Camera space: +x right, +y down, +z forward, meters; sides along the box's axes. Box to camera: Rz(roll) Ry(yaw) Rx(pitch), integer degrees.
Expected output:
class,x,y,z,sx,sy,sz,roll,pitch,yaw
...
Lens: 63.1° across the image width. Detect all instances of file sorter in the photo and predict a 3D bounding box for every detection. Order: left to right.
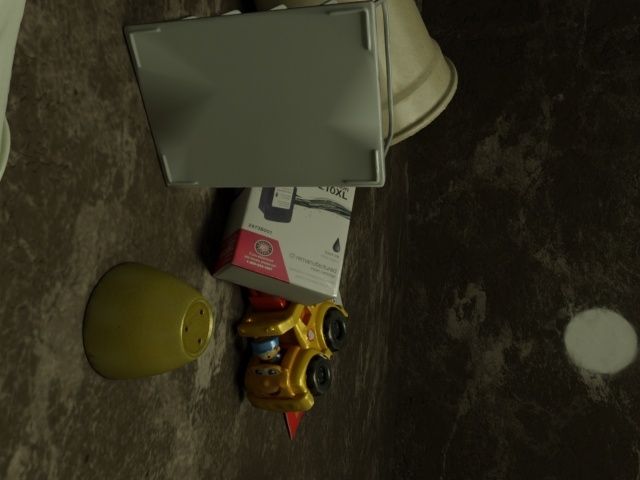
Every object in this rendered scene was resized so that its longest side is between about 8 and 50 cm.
class,x,y,z,sx,sy,sz,roll,pitch,yaw
file sorter,-0.051,-0.188,0.647,0.173,0.278,0.192,-63,150,-56

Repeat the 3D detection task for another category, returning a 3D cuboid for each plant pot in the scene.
class,x,y,z,sx,sy,sz,roll,pitch,yaw
plant pot,-0.179,0.094,0.584,0.134,0.095,0.134,3,90,-71
plant pot,0.034,-0.362,0.894,0.305,0.334,0.333,60,35,-39

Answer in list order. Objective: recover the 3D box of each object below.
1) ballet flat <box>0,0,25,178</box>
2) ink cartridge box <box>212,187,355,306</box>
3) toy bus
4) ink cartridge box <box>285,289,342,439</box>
class,x,y,z,sx,sy,sz,roll,pitch,yaw
ballet flat,-0.247,-0.150,0.333,0.139,0.139,0.400,16,82,-72
ink cartridge box,-0.049,-0.037,0.819,0.100,0.172,0.237,-30,-135,58
toy bus,-0.067,0.147,0.887,0.211,0.150,0.220,62,35,-34
ink cartridge box,-0.015,0.248,1.162,0.296,0.066,0.261,-64,150,-50
